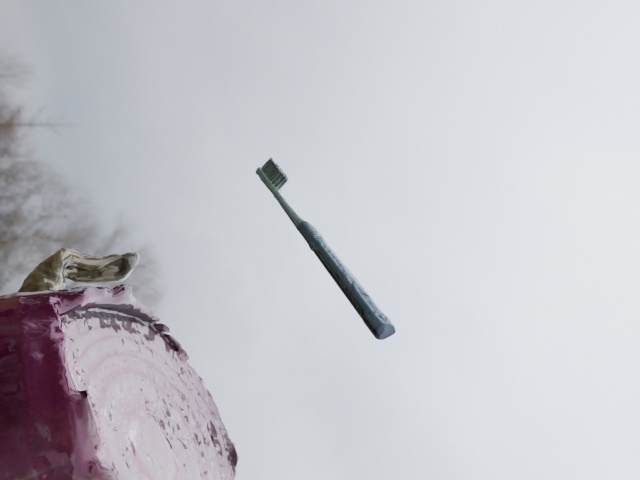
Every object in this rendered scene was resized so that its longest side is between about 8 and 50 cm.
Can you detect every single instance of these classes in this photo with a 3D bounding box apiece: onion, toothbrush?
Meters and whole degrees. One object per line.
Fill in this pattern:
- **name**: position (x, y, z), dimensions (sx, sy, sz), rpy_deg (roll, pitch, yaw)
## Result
- **onion**: position (-0.147, 0.114, 0.523), dimensions (0.207, 0.200, 0.200), rpy_deg (-90, -179, -81)
- **toothbrush**: position (0.000, 0.000, 0.815), dimensions (0.019, 0.016, 0.219), rpy_deg (-46, -136, 10)
